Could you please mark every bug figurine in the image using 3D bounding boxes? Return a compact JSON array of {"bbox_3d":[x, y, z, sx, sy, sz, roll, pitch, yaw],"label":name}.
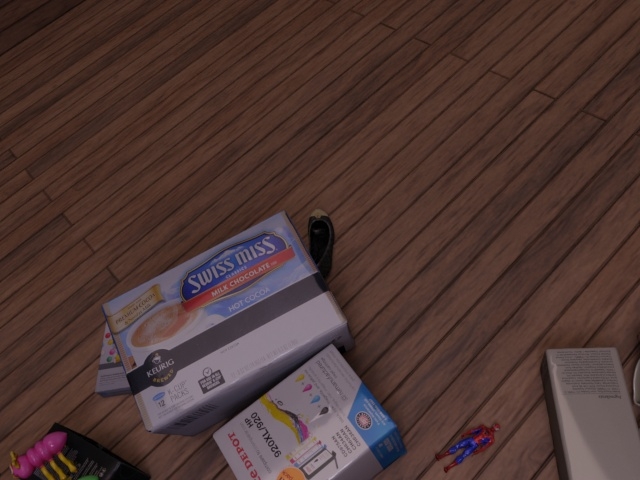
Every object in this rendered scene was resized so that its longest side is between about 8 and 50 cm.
[{"bbox_3d":[-0.440,0.392,0.779,0.216,0.072,0.279,-40,42,-26],"label":"bug figurine"}]

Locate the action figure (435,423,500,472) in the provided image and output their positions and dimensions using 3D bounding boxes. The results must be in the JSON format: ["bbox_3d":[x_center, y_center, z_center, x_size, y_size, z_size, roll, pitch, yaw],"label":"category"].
[{"bbox_3d":[0.242,0.330,0.865,0.115,0.030,0.038,-30,50,-9],"label":"action figure"}]

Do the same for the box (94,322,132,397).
[{"bbox_3d":[-0.371,0.215,1.091,0.145,0.038,0.186,-10,54,7],"label":"box"}]

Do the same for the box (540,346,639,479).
[{"bbox_3d":[0.410,0.304,0.799,0.113,0.094,0.275,-3,57,13],"label":"box"}]

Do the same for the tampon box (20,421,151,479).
[{"bbox_3d":[-0.403,0.406,0.920,0.161,0.120,0.101,18,62,24],"label":"tampon box"}]

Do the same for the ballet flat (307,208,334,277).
[{"bbox_3d":[0.000,0.000,1.132,0.057,0.049,0.173,-8,55,8],"label":"ballet flat"}]

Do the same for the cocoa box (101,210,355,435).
[{"bbox_3d":[-0.146,0.152,0.936,0.347,0.231,0.228,-28,68,-5],"label":"cocoa box"}]

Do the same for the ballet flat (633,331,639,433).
[{"bbox_3d":[0.528,0.263,0.797,0.106,0.107,0.316,-29,32,47],"label":"ballet flat"}]

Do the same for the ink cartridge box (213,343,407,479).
[{"bbox_3d":[-0.012,0.321,0.848,0.232,0.168,0.171,-36,57,-10],"label":"ink cartridge box"}]
